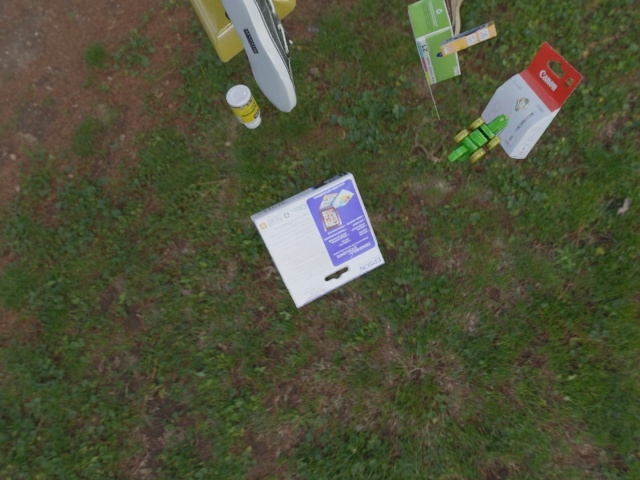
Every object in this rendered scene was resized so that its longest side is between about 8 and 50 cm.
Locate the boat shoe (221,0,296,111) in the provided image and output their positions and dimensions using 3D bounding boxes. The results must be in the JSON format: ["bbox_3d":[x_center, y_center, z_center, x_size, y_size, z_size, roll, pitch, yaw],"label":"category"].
[{"bbox_3d":[-0.079,-0.316,0.735,0.078,0.219,0.070,23,59,41],"label":"boat shoe"}]

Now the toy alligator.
[{"bbox_3d":[0.301,-0.193,0.827,0.190,0.051,0.056,-37,83,-9],"label":"toy alligator"}]

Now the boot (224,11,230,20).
[{"bbox_3d":[-0.266,-0.732,1.262,0.118,0.338,0.222,-15,79,53],"label":"boot"}]

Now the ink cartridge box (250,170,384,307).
[{"bbox_3d":[0.000,0.000,0.892,0.206,0.045,0.208,-26,114,-7],"label":"ink cartridge box"}]

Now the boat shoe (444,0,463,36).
[{"bbox_3d":[0.353,-0.681,1.380,0.123,0.342,0.123,-36,77,-7],"label":"boat shoe"}]

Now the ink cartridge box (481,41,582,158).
[{"bbox_3d":[0.521,-0.357,1.152,0.066,0.232,0.189,1,48,-15],"label":"ink cartridge box"}]

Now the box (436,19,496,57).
[{"bbox_3d":[0.332,-0.462,1.046,0.136,0.081,0.028,-12,116,26],"label":"box"}]

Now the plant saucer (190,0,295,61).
[{"bbox_3d":[-0.297,-0.834,1.511,0.333,0.081,0.333,-28,89,21],"label":"plant saucer"}]

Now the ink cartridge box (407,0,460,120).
[{"bbox_3d":[0.317,-0.483,1.208,0.097,0.189,0.255,-16,66,18],"label":"ink cartridge box"}]

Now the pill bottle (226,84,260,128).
[{"bbox_3d":[-0.198,-0.348,1.196,0.065,0.116,0.065,-4,69,10],"label":"pill bottle"}]
